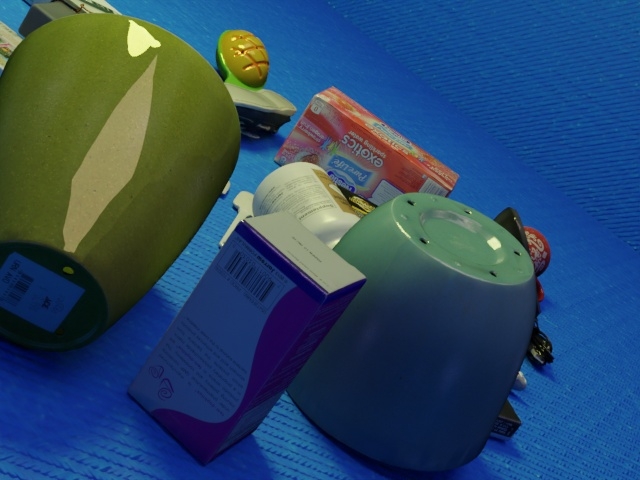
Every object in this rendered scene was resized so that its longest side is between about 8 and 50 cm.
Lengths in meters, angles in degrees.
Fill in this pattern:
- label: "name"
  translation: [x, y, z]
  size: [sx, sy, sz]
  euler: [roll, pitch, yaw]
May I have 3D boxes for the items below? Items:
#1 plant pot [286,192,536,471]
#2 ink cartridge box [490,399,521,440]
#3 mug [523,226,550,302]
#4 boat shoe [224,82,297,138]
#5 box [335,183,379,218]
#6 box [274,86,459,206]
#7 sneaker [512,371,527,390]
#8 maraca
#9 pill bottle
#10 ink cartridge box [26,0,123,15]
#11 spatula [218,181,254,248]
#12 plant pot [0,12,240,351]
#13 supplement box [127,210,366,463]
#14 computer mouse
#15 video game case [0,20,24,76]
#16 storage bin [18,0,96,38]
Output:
- label: "plant pot"
  translation: [0.121, 0.086, 1.205]
  size: [0.293, 0.235, 0.293]
  euler: [20, 27, -10]
- label: "ink cartridge box"
  translation: [0.160, 0.178, 1.418]
  size: [0.206, 0.045, 0.208]
  euler: [20, 24, -32]
- label: "mug"
  translation: [0.391, 0.048, 1.988]
  size: [0.150, 0.113, 0.169]
  euler: [40, 24, 18]
- label: "boat shoe"
  translation: [-0.132, -0.234, 1.836]
  size: [0.095, 0.079, 0.254]
  euler: [38, 17, 14]
- label: "box"
  translation: [0.155, 0.057, 1.639]
  size: [0.322, 0.079, 0.257]
  euler: [26, 20, -23]
- label: "box"
  translation: [0.088, -0.132, 1.851]
  size: [0.300, 0.154, 0.142]
  euler: [35, 19, 3]
- label: "sneaker"
  translation: [0.270, 0.210, 1.539]
  size: [0.098, 0.038, 0.069]
  euler: [32, 26, 2]
- label: "maraca"
  translation: [-0.156, -0.350, 2.042]
  size: [0.127, 0.099, 0.186]
  euler: [17, 53, -36]
- label: "pill bottle"
  translation: [0.000, 0.000, 1.438]
  size: [0.131, 0.131, 0.229]
  euler: [18, 26, -39]
- label: "ink cartridge box"
  translation: [-0.437, -0.438, 1.844]
  size: [0.275, 0.060, 0.239]
  euler: [39, 21, 10]
- label: "spatula"
  translation: [-0.170, -0.065, 1.488]
  size: [0.168, 0.019, 0.242]
  euler: [39, 20, -7]
- label: "plant pot"
  translation: [-0.241, -0.038, 1.013]
  size: [0.275, 0.275, 0.293]
  euler: [29, 37, -15]
- label: "supplement box"
  translation: [-0.072, 0.093, 0.984]
  size: [0.111, 0.220, 0.114]
  euler: [41, 19, 13]
- label: "computer mouse"
  translation: [0.334, 0.075, 1.752]
  size: [0.188, 0.072, 0.272]
  euler: [-94, 169, -68]
- label: "video game case"
  translation: [-0.470, -0.281, 1.492]
  size: [0.157, 0.019, 0.143]
  euler: [38, 20, 5]
- label: "storage bin"
  translation: [-0.398, -0.323, 1.577]
  size: [0.135, 0.098, 0.091]
  euler: [38, 18, 5]
